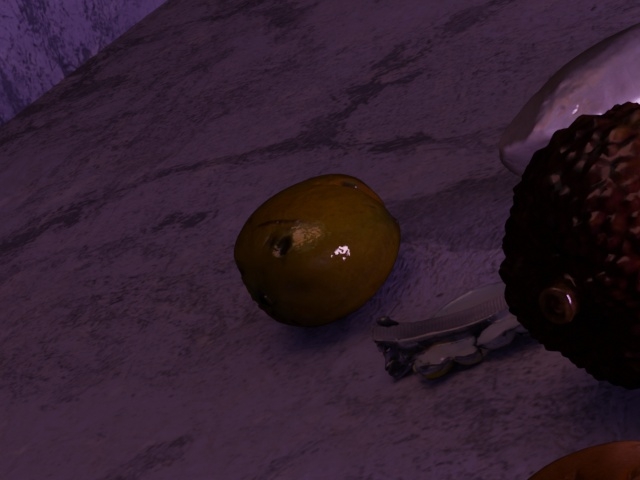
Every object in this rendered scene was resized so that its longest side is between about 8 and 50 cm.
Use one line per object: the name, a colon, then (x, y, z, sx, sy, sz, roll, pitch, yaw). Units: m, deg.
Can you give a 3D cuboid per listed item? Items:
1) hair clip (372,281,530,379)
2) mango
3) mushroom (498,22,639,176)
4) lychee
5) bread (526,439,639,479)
hair clip: (0.132, 0.074, 1.784, 0.172, 0.049, 0.116, -21, 26, 14)
mango: (0.000, 0.000, 2.025, 0.167, 0.130, 0.262, -21, 16, 5)
mushroom: (0.333, -0.162, 1.983, 0.350, 0.128, 0.128, -32, 20, -19)
lychee: (0.264, 0.001, 1.528, 0.271, 0.236, 0.236, -18, 10, -38)
bread: (0.195, 0.221, 1.258, 0.136, 0.107, 0.241, -23, 21, 8)
